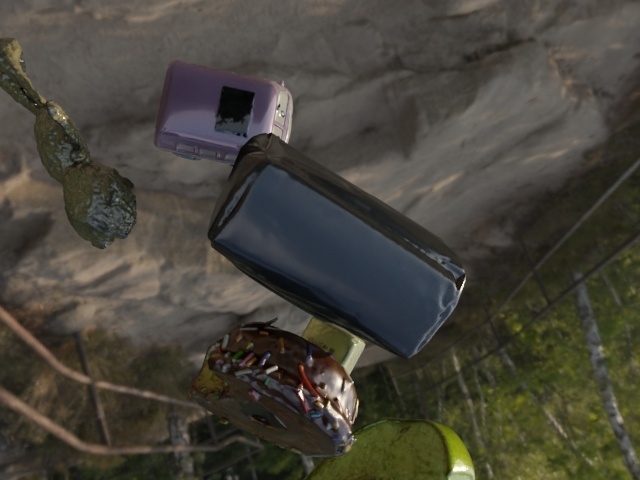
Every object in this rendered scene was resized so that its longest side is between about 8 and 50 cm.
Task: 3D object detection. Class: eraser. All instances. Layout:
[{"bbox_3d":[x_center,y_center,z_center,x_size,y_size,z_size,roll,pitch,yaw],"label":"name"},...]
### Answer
[{"bbox_3d":[-0.005,0.243,1.157,0.172,0.117,0.058,-59,146,-10],"label":"eraser"}]

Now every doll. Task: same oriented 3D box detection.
[{"bbox_3d":[-0.326,-0.118,0.754,0.091,0.286,0.202,-27,140,-39],"label":"doll"}]

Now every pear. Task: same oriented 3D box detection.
[{"bbox_3d":[0.119,0.411,1.006,0.239,0.163,0.255,6,-140,39],"label":"pear"}]

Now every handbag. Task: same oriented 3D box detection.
[{"bbox_3d":[-0.002,0.003,0.778,0.177,0.302,0.275,-58,-165,6],"label":"handbag"}]

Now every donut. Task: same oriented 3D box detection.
[{"bbox_3d":[-0.050,0.181,0.738,0.230,0.216,0.095,110,5,-56],"label":"donut"}]

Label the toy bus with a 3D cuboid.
[{"bbox_3d":[-0.147,-0.186,0.929,0.203,0.141,0.142,10,176,-9],"label":"toy bus"}]
